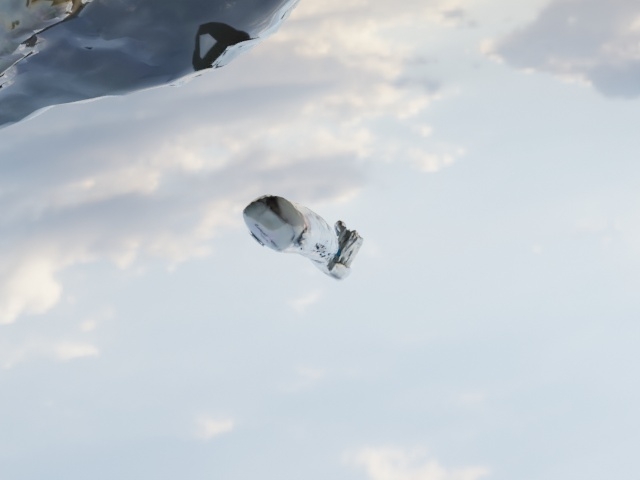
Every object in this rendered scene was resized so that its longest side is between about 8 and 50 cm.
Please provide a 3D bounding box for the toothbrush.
[{"bbox_3d":[0.000,0.000,0.500,0.024,0.026,0.288,36,-179,6],"label":"toothbrush"}]

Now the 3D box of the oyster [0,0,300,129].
[{"bbox_3d":[-0.095,-0.098,0.343,0.337,0.133,0.198,-25,160,10],"label":"oyster"}]
